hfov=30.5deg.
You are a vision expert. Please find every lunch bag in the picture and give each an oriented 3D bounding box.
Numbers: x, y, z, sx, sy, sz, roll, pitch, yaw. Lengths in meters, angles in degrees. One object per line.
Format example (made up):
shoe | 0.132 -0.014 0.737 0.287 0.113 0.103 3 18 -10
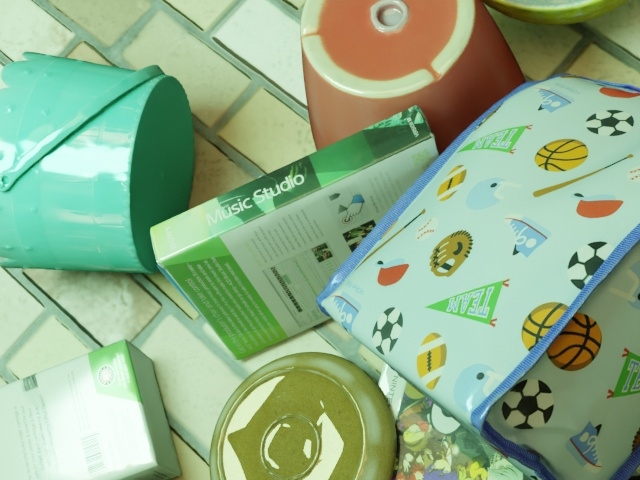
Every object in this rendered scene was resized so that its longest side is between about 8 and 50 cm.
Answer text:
lunch bag | 0.245 0.021 1.154 0.385 0.239 0.328 -52 34 -4

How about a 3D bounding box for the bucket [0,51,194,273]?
bucket | -0.273 -0.089 1.412 0.183 0.281 0.281 6 72 10

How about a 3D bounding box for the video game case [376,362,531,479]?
video game case | 0.164 0.229 1.304 0.232 0.042 0.210 12 75 17

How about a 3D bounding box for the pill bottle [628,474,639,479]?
pill bottle | 0.331 0.351 1.174 0.123 0.123 0.219 -8 69 10

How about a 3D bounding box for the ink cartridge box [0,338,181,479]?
ink cartridge box | -0.296 0.235 1.385 0.219 0.092 0.160 -21 66 6

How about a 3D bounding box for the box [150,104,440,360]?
box | 0.000 0.000 1.325 0.322 0.232 0.058 -25 52 3

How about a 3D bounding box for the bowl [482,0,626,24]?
bowl | 0.294 -0.375 1.431 0.289 0.156 0.289 -5 72 15

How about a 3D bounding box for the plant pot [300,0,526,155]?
plant pot | 0.098 -0.201 1.371 0.275 0.243 0.275 -5 68 12

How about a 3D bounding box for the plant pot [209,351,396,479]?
plant pot | -0.029 0.236 1.328 0.236 0.032 0.236 -11 65 23

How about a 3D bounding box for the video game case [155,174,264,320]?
video game case | -0.099 0.016 1.414 0.166 0.119 0.015 -40 29 -3
